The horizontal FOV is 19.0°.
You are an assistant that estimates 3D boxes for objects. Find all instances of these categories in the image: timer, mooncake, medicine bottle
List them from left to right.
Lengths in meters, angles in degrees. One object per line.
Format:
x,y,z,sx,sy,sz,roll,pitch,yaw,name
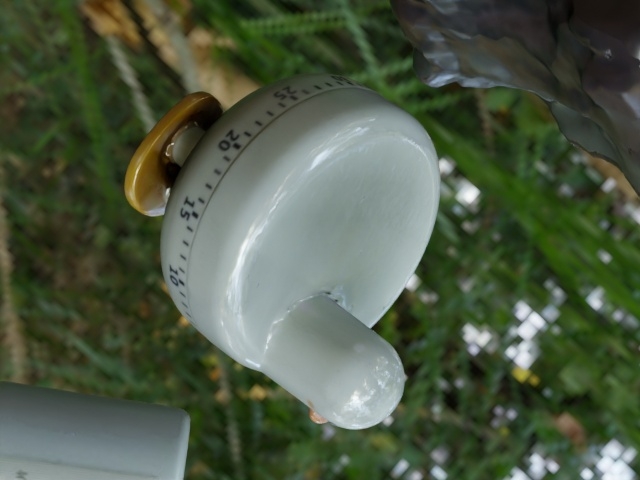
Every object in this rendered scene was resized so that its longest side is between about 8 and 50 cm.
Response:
-0.243,0.193,1.631,0.144,0.252,0.144,-169,-90,-83,medicine bottle
0.000,0.000,1.439,0.233,0.240,0.233,-30,139,-31,timer
0.249,-0.237,1.560,0.381,0.212,0.351,16,-114,39,mooncake
